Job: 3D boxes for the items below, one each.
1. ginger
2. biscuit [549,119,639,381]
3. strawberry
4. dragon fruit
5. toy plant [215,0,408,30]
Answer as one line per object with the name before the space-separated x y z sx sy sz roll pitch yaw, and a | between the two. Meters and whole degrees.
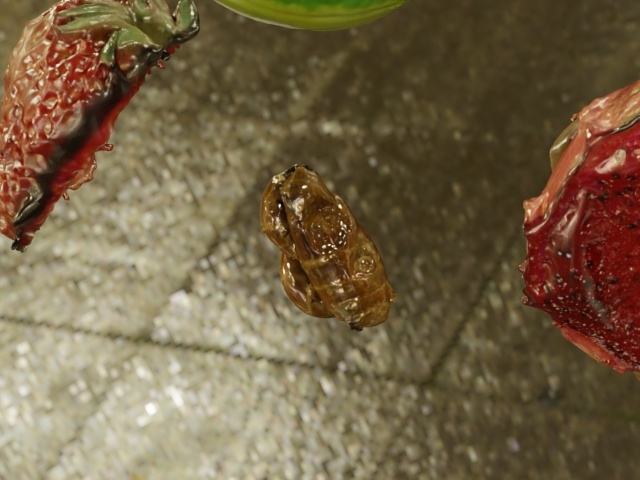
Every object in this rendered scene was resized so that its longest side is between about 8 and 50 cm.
ginger | 0.000 0.000 1.701 0.073 0.162 0.103 -37 24 -29
biscuit | 0.345 0.024 2.089 0.046 0.359 0.359 -26 34 27
strawberry | -0.258 -0.117 1.875 0.306 0.137 0.233 -48 7 30
dragon fruit | 0.242 -0.009 1.390 0.163 0.262 0.189 -11 40 44
toy plant | 0.020 -0.255 0.966 0.224 0.316 0.184 40 56 13
